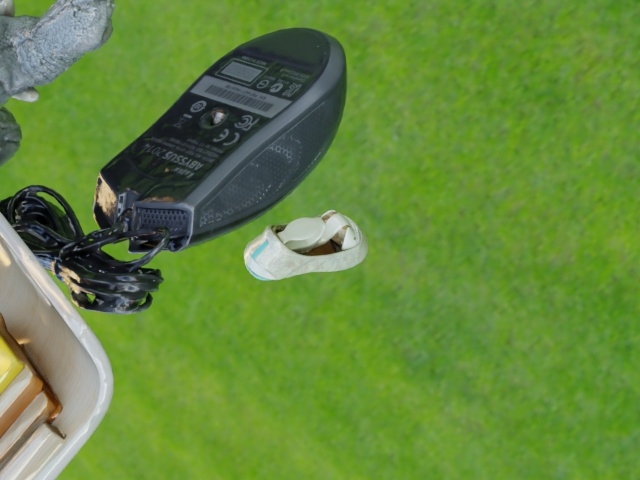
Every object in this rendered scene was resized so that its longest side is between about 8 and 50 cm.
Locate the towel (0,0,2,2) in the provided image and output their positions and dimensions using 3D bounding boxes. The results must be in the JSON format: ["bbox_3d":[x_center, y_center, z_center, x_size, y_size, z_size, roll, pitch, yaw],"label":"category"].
[{"bbox_3d":[-0.275,-0.303,1.139,0.040,0.336,0.243,24,167,-41],"label":"towel"}]

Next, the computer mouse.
[{"bbox_3d":[-0.084,-0.046,1.012,0.188,0.272,0.072,27,152,47],"label":"computer mouse"}]

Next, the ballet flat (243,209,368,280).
[{"bbox_3d":[0.000,0.000,1.292,0.057,0.168,0.052,48,123,18],"label":"ballet flat"}]

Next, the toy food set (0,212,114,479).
[{"bbox_3d":[-0.272,0.116,0.854,0.092,0.306,0.219,41,179,-41],"label":"toy food set"}]

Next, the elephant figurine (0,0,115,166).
[{"bbox_3d":[-0.260,-0.101,0.922,0.169,0.186,0.239,37,163,-10],"label":"elephant figurine"}]
